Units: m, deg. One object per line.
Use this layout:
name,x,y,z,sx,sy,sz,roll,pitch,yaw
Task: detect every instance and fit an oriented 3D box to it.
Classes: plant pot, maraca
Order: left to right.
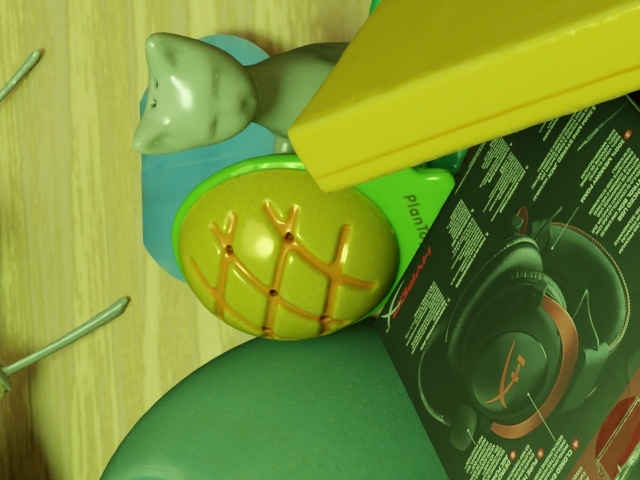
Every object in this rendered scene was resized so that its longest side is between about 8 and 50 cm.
plant pot,-0.035,0.195,1.074,0.290,0.195,0.290,1,92,38
maraca,0.000,0.000,1.049,0.185,0.099,0.127,-12,125,21

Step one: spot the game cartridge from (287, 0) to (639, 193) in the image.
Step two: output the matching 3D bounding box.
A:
game cartridge,0.160,-0.157,0.858,0.285,0.324,0.053,-17,117,37

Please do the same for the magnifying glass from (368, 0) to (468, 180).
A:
magnifying glass,0.072,-0.064,1.067,0.026,0.092,0.231,-132,42,-68

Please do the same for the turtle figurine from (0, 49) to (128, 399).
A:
turtle figurine,-0.290,0.047,1.325,0.198,0.274,0.266,50,142,0

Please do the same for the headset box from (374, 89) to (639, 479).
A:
headset box,0.156,0.052,0.895,0.218,0.110,0.293,-61,27,21

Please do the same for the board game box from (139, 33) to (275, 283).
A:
board game box,-0.065,-0.052,1.194,0.133,0.033,0.169,-8,81,42

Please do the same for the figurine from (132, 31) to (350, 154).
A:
figurine,-0.023,-0.145,1.046,0.092,0.209,0.215,19,103,36
